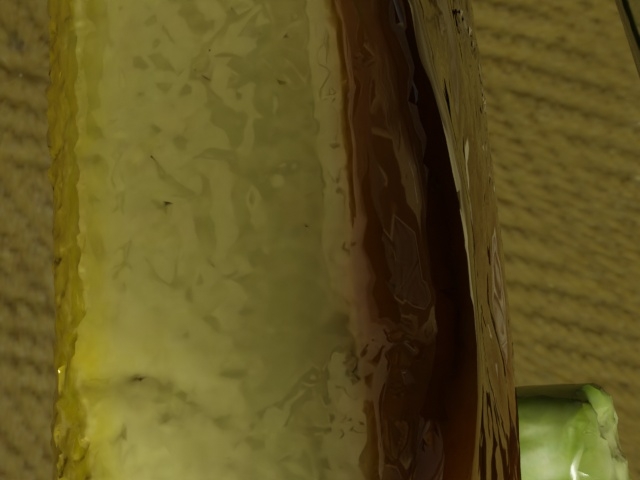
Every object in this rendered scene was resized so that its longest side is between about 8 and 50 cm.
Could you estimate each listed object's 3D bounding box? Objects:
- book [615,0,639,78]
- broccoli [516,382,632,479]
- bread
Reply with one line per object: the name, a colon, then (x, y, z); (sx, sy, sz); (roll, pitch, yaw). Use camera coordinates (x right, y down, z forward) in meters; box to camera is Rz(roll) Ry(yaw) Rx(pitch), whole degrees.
book: (0.161, 0.025, 0.589); (0.026, 0.201, 0.289); (-20, 126, 11)
broccoli: (-0.001, 0.149, 1.103); (0.353, 0.275, 0.397); (45, 120, 11)
bread: (0.000, 0.000, 0.650); (0.143, 0.323, 0.333); (-7, 74, 10)
